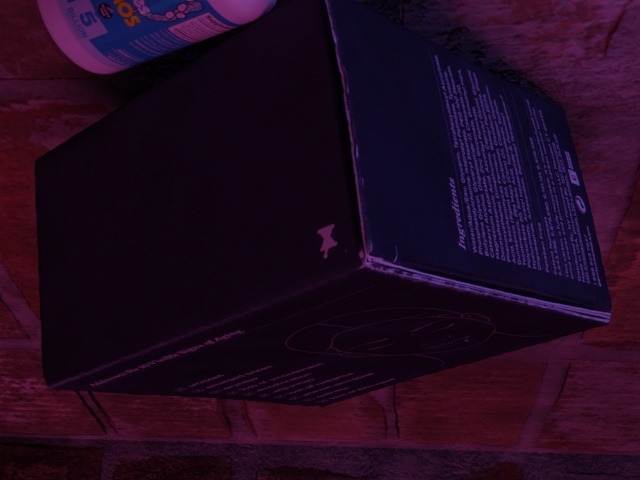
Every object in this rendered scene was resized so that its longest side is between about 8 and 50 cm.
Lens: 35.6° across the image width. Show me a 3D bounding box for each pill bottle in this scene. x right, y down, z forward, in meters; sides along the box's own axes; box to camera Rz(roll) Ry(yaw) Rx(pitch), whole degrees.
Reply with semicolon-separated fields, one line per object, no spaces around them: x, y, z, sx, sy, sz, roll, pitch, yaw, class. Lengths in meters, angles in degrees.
-0.139;-0.268;0.982;0.264;0.146;0.146;-15;145;27;pill bottle

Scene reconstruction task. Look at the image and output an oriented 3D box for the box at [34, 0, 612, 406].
0.000;0.000;1.173;0.479;0.298;0.471;-22;158;36;box
